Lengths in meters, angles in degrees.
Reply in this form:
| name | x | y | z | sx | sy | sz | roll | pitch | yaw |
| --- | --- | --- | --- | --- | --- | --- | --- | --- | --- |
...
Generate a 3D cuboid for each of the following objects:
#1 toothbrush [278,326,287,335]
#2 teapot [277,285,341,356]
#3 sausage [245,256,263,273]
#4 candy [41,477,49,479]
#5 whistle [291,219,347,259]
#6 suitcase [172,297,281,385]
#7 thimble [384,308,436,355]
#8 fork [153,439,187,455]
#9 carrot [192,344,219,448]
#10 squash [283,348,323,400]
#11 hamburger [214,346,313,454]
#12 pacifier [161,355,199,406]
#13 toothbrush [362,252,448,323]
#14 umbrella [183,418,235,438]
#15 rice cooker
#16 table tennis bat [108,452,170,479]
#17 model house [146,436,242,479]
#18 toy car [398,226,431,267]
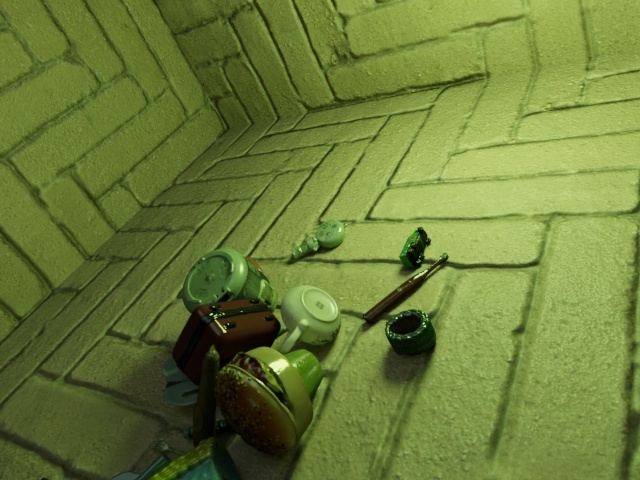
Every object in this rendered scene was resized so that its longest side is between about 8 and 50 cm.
| name | x | y | z | sx | sy | sz | roll | pitch | yaw |
| --- | --- | --- | --- | --- | --- | --- | --- | --- | --- |
| toothbrush | -0.144 | 0.321 | 1.748 | 0.257 | 0.018 | 0.024 | -35 | 30 | -13 |
| teapot | -0.045 | 0.253 | 1.612 | 0.166 | 0.208 | 0.299 | -39 | 3 | 43 |
| sausage | -0.287 | 0.117 | 2.107 | 0.062 | 0.062 | 0.154 | -34 | 33 | -11 |
| candy | -0.770 | 0.809 | 1.443 | 0.297 | 0.081 | 0.187 | 4 | 44 | 33 |
| whistle | 0.000 | 0.000 | 2.065 | 0.258 | 0.067 | 0.126 | -30 | 44 | 3 |
| suitcase | -0.287 | 0.309 | 1.567 | 0.161 | 0.297 | 0.236 | 41 | 112 | 27 |
| thimble | 0.260 | 0.268 | 1.457 | 0.135 | 0.090 | 0.118 | -19 | 32 | 14 |
| fork | -0.428 | 0.630 | 1.502 | 0.219 | 0.028 | 0.034 | -2 | 36 | 35 |
| carrot | -0.323 | 0.454 | 1.423 | 0.070 | 0.342 | 0.070 | 7 | 15 | -2 |
| squash | -0.072 | 0.400 | 1.462 | 0.170 | 0.170 | 0.123 | 6 | 25 | 41 |
| hamburger | -0.161 | 0.431 | 1.349 | 0.300 | 0.300 | 0.176 | 9 | 30 | 44 |
| pacifier | -0.423 | 0.404 | 1.660 | 0.227 | 0.207 | 0.279 | -20 | 31 | -9 |
| toothbrush | 0.286 | 0.153 | 1.654 | 0.364 | 0.041 | 0.041 | -35 | 33 | -13 |
| umbrella | -0.323 | 0.563 | 1.512 | 0.188 | 0.046 | 0.050 | -18 | 9 | 17 |
| rice cooker | -0.320 | 0.193 | 1.820 | 0.288 | 0.277 | 0.288 | -18 | 49 | 23 |
| table tennis bat | -0.536 | 0.709 | 1.443 | 0.149 | 0.038 | 0.237 | 29 | 56 | 33 |
| model house | -0.311 | 0.645 | 1.236 | 0.237 | 0.216 | 0.303 | -32 | 27 | -7 |
| toy car | 0.334 | 0.024 | 1.779 | 0.062 | 0.071 | 0.165 | -16 | 31 | 43 |
